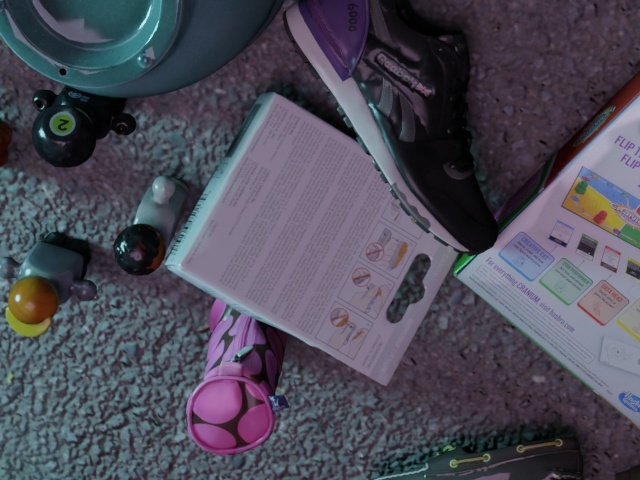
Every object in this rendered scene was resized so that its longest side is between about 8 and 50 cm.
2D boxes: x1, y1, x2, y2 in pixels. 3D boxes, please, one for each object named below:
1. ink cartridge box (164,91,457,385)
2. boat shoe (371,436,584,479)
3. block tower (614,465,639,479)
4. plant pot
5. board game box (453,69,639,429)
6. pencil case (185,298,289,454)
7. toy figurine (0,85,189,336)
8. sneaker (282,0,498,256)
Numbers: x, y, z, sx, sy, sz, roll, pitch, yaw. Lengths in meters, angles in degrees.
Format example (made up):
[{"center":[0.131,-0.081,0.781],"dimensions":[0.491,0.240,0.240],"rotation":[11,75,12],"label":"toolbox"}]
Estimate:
[{"center":[0.000,0.000,1.742],"dimensions":[0.232,0.066,0.189],"rotation":[31,83,-20],"label":"ink cartridge box"},{"center":[0.152,0.239,1.868],"dimensions":[0.227,0.069,0.081],"rotation":[-7,154,19],"label":"boat shoe"},{"center":[0.440,0.245,1.797],"dimensions":[0.335,0.091,0.097],"rotation":[-19,110,19],"label":"block tower"},{"center":[-0.180,-0.245,1.623],"dimensions":[0.293,0.196,0.293],"rotation":[5,117,10],"label":"plant pot"},{"center":[0.316,-0.008,1.711],"dimensions":[0.242,0.064,0.316],"rotation":[40,117,-9],"label":"board game box"},{"center":[-0.073,0.112,1.770],"dimensions":[0.095,0.209,0.098],"rotation":[-6,114,4],"label":"pencil case"},{"center":[-0.245,-0.036,1.766],"dimensions":[0.213,0.148,0.210],"rotation":[-22,110,20],"label":"toy figurine"},{"center":[0.093,-0.121,1.665],"dimensions":[0.124,0.107,0.283],"rotation":[-34,95,17],"label":"sneaker"}]
